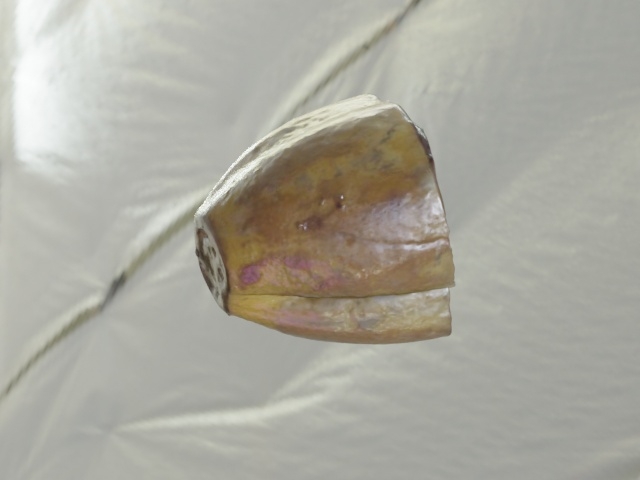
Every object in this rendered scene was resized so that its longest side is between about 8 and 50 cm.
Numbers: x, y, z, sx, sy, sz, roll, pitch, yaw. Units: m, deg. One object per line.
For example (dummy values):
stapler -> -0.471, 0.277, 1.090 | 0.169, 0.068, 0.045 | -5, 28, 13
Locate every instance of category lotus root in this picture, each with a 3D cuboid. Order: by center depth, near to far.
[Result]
lotus root -> 0.000, 0.001, 1.088 | 0.199, 0.180, 0.188 | -139, -145, -70
